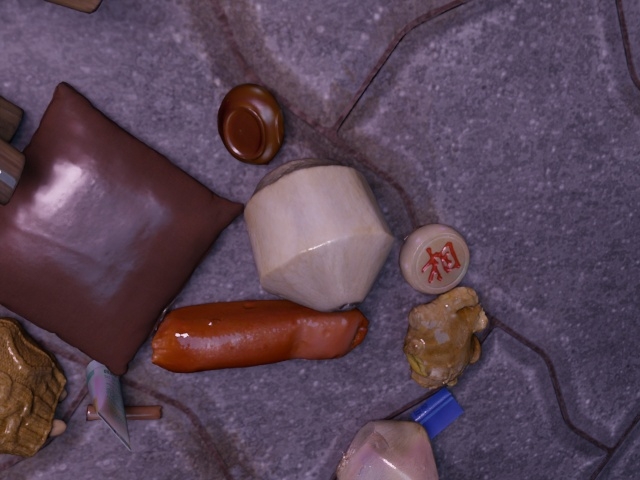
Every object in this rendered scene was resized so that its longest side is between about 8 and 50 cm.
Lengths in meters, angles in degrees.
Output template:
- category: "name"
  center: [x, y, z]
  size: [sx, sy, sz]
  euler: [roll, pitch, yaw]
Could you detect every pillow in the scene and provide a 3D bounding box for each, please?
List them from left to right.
- category: "pillow"
  center: [-0.306, -0.007, 1.027]
  size: [0.305, 0.108, 0.307]
  euler: [37, 89, -25]

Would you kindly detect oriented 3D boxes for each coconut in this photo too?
- category: "coconut"
  center: [0.000, 0.000, 1.081]
  size: [0.202, 0.221, 0.202]
  euler: [-15, 158, -6]
- category: "coconut"
  center: [0.119, 0.390, 1.318]
  size: [0.171, 0.171, 0.182]
  euler: [23, 102, -28]

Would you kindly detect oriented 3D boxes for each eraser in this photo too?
- category: "eraser"
  center: [0.216, 0.320, 1.405]
  size: [0.085, 0.027, 0.063]
  euler: [-39, 117, -4]

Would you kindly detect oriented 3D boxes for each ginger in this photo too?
- category: "ginger"
  center: [0.211, 0.178, 1.308]
  size: [0.157, 0.102, 0.216]
  euler: [-30, 130, -20]

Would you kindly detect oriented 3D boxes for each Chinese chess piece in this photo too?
- category: "Chinese chess piece"
  center: [0.192, 0.032, 1.276]
  size: [0.122, 0.051, 0.122]
  euler: [-8, 112, -20]

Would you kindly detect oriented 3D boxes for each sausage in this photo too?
- category: "sausage"
  center: [-0.303, 0.267, 1.174]
  size: [0.116, 0.026, 0.026]
  euler: [5, 107, -25]
- category: "sausage"
  center: [-0.090, 0.142, 1.179]
  size: [0.349, 0.094, 0.097]
  euler: [-2, 123, -23]

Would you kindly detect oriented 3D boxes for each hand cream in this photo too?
- category: "hand cream"
  center: [-0.302, 0.224, 1.073]
  size: [0.047, 0.174, 0.076]
  euler: [-35, 119, -7]

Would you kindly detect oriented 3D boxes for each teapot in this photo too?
- category: "teapot"
  center: [-0.094, -0.163, 1.080]
  size: [0.098, 0.078, 0.129]
  euler: [8, 122, 17]

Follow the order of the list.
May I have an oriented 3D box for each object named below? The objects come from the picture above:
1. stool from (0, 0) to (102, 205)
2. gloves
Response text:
- category: "stool"
  center: [-0.387, -0.228, 0.798]
  size: [0.226, 0.310, 0.310]
  euler: [22, 102, -28]
- category: "gloves"
  center: [-0.487, 0.175, 0.992]
  size: [0.356, 0.155, 0.203]
  euler: [38, 96, -32]
